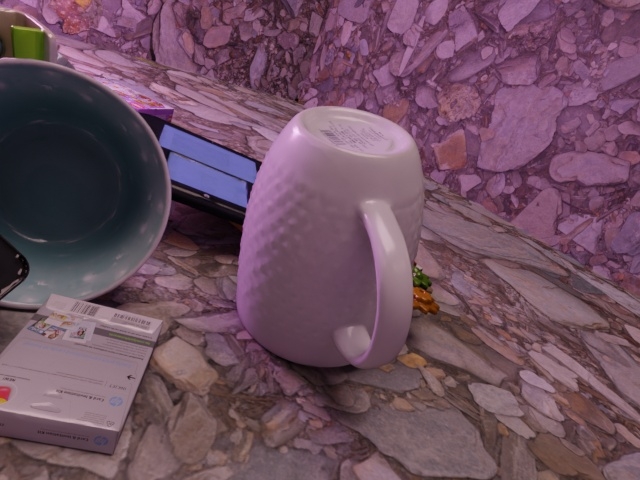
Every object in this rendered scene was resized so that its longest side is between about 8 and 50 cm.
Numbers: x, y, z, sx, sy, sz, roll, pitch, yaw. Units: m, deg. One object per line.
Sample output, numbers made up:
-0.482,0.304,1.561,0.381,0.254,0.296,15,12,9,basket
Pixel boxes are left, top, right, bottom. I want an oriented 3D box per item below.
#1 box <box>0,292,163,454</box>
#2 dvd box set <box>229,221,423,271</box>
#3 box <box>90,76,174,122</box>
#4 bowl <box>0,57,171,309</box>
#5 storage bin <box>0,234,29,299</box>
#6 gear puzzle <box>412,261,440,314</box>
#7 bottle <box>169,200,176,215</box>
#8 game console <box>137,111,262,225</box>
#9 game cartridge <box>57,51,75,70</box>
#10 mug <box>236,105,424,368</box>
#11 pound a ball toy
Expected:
-0.275,0.141,0.508,0.145,0.038,0.186,17,22,-13,box
0.000,0.000,1.063,0.420,0.062,0.307,36,26,30,dvd box set
-0.683,-0.479,1.519,0.293,0.057,0.201,26,21,8,box
-0.378,-0.075,0.625,0.311,0.312,0.163,12,4,-24,bowl
-0.421,0.014,0.454,0.180,0.084,0.122,54,34,-21,storage bin
0.149,0.046,0.950,0.175,0.044,0.339,13,24,-21,gear puzzle
-0.424,-0.130,0.915,0.282,0.092,0.118,29,26,16,bottle
-0.245,-0.149,0.965,0.386,0.060,0.342,20,20,-22,game console
-0.665,-0.333,0.948,0.297,0.198,0.062,12,-18,26,game cartridge
0.032,0.010,0.653,0.276,0.328,0.374,-1,37,-19,mug
-0.489,-0.199,0.732,0.135,0.319,0.208,37,34,24,pound a ball toy
